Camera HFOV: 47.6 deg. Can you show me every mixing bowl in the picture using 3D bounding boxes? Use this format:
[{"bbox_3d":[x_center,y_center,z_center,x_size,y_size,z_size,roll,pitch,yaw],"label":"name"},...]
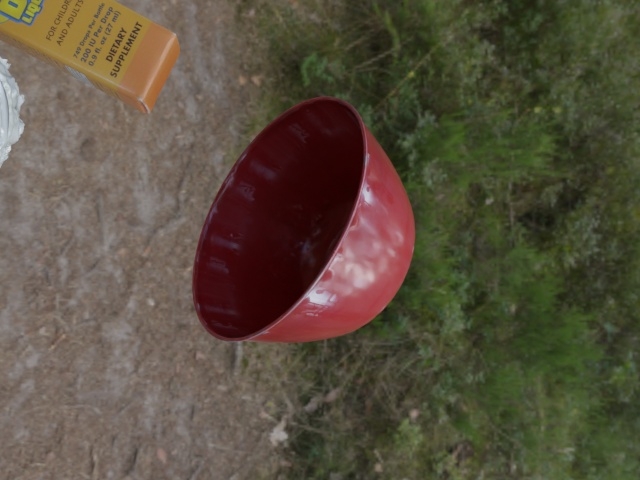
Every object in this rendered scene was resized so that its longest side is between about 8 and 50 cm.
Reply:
[{"bbox_3d":[0.000,0.000,0.519,0.098,0.181,0.181,28,60,-34],"label":"mixing bowl"}]

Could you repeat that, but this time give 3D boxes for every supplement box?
[{"bbox_3d":[-0.255,-0.210,0.685,0.078,0.233,0.080,-64,-174,-2],"label":"supplement box"}]

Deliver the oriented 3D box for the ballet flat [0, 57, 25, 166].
[{"bbox_3d":[-0.287,-0.072,0.437,0.409,0.147,0.146,-24,109,-74],"label":"ballet flat"}]
